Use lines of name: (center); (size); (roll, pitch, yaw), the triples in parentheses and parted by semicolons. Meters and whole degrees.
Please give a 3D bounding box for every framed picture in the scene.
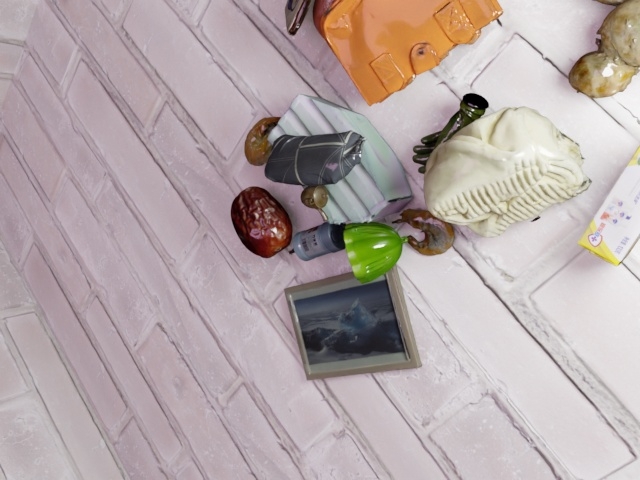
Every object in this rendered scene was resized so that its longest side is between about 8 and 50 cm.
framed picture: (0.088, 0.267, 1.863); (0.446, 0.028, 0.326); (-18, 85, 37)

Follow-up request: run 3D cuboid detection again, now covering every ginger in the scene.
ginger: (0.668, -0.491, 1.236); (0.256, 0.176, 0.376); (17, 106, 51)

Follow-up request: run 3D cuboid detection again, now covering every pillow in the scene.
pillow: (-0.020, -0.231, 1.639); (0.335, 0.092, 0.162); (4, 77, 38)

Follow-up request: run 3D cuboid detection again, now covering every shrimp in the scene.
shrimp: (0.287, -0.023, 1.658); (0.187, 0.051, 0.133); (24, 110, 30)
shrimp: (-0.164, -0.355, 1.962); (0.267, 0.061, 0.145); (-34, 66, 38)

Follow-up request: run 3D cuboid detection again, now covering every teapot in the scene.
teapot: (-0.015, -0.101, 1.676); (0.080, 0.085, 0.110); (1, 117, 40)

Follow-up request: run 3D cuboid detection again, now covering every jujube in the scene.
jujube: (-0.197, -0.060, 1.950); (0.183, 0.183, 0.243); (-44, 71, 33)

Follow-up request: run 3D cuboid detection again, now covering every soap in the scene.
soap: (0.060, -0.236, 1.740); (0.261, 0.156, 0.446); (-48, 67, 32)

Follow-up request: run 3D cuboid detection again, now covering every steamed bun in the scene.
steamed bun: (0.421, -0.183, 1.406); (0.347, 0.393, 0.238); (94, 168, -59)

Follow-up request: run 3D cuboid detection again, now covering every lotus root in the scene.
lotus root: (0.170, 0.017, 1.685); (0.186, 0.186, 0.186); (5, 99, 37)

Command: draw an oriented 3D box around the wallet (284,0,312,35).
wallet: (-0.028, -0.774, 1.715); (0.335, 0.068, 0.275); (-59, 20, 25)

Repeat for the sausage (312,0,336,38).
sausage: (0.065, -0.701, 1.688); (0.254, 0.148, 0.148); (-47, 68, 34)

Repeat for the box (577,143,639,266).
box: (0.684, -0.086, 1.277); (0.097, 0.168, 0.265); (35, 114, 26)

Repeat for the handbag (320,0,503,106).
handbag: (0.224, -0.578, 1.534); (0.410, 0.116, 0.304); (-31, 96, 32)

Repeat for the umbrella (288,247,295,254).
umbrella: (-0.079, 0.026, 1.968); (0.031, 0.020, 0.083); (39, 127, -18)

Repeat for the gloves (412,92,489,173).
gloves: (0.342, -0.269, 1.547); (0.107, 0.135, 0.268); (41, 134, -3)

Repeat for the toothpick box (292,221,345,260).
toothpick box: (0.000, 0.000, 1.851); (0.153, 0.101, 0.101); (-19, 84, 37)
